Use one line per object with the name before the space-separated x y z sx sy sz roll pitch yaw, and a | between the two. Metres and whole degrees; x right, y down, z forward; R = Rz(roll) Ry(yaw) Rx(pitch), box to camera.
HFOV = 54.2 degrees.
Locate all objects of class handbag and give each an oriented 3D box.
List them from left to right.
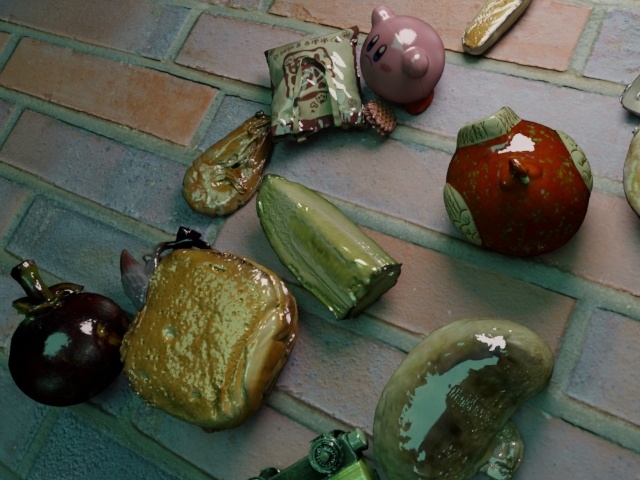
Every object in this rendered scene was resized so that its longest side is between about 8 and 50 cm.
handbag | -0.013 -0.324 1.288 0.213 0.127 0.235 -9 67 12

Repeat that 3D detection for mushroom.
mushroom | 0.219 0.261 0.981 0.344 0.130 0.247 -43 58 1

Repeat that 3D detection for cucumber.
cucumber | 0.000 0.002 1.178 0.325 0.105 0.145 43 115 28

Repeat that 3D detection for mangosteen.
mangosteen | -0.502 0.174 1.193 0.231 0.289 0.231 -30 21 13

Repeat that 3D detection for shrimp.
shrimp | -0.170 -0.172 1.329 0.154 0.062 0.294 42 91 15

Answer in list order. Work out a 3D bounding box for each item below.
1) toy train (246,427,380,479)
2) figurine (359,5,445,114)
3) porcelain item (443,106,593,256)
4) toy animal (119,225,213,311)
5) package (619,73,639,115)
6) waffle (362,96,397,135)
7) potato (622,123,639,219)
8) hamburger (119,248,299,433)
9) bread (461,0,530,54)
toy train | -0.011 0.419 1.025 0.253 0.105 0.157 -34 76 7
figurine | 0.158 -0.353 1.215 0.173 0.173 0.173 -7 68 17
porcelain item | 0.320 -0.099 1.026 0.253 0.253 0.252 -7 68 17
toy animal | -0.320 0.118 1.250 0.195 0.090 0.324 -1 71 10
package | 0.655 -0.255 1.077 0.232 0.040 0.166 25 83 18
waffle | 0.120 -0.248 1.241 0.029 0.083 0.075 -28 95 40
potato | 0.625 -0.136 0.992 0.239 0.116 0.299 37 102 26
hamburger | -0.195 0.171 1.121 0.284 0.174 0.304 24 75 11
bread | 0.362 -0.453 1.246 0.073 0.053 0.214 39 89 32
